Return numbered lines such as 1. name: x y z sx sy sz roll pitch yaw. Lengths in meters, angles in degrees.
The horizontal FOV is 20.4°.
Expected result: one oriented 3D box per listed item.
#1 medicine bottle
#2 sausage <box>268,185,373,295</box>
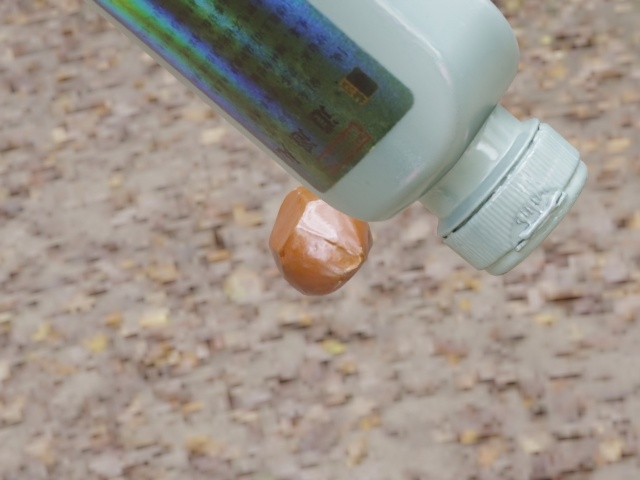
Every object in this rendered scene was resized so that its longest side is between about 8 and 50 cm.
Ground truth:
1. medicine bottle: 0.007 -0.080 0.745 0.083 0.229 0.121 -53 6 -37
2. sausage: 0.000 0.000 1.498 0.089 0.089 0.179 -11 9 -3
